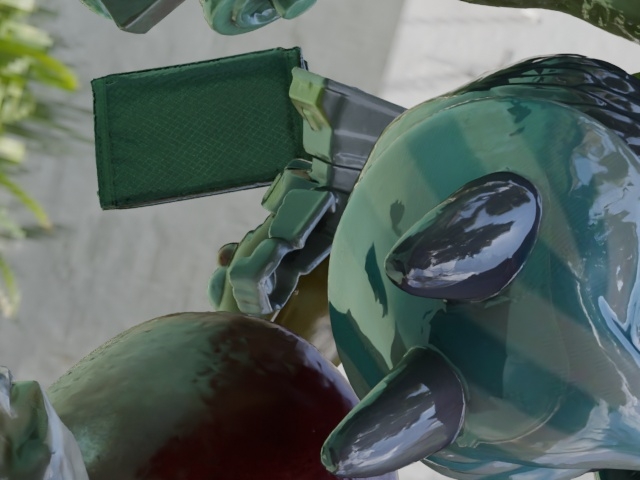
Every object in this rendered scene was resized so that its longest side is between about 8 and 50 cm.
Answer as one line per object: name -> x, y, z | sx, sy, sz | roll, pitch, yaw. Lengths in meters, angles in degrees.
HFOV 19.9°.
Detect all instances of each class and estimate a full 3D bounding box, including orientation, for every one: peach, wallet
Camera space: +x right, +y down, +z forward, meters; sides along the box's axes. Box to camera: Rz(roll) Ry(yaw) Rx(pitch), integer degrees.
peach -> -0.120, 0.171, 1.163 | 0.257, 0.361, 0.201 | 40, -27, 48
wallet -> -0.124, -0.117, 1.942 | 0.055, 0.236, 0.160 | 67, 15, -63

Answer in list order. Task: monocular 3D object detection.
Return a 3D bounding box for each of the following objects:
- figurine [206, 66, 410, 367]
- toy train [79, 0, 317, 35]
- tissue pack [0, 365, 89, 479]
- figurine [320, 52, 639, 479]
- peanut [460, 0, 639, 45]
figurine -> 0.001, 0.000, 1.656 | 0.167, 0.342, 0.285 | 23, -83, 36
toy train -> -0.025, -0.206, 0.790 | 0.304, 0.150, 0.221 | -38, 168, 20
tissue pack -> -0.216, 0.202, 0.680 | 0.195, 0.375, 0.390 | -55, 141, -51
figurine -> 0.115, 0.090, 1.007 | 0.266, 0.377, 0.361 | -35, -99, 44
peanut -> 0.161, -0.191, 1.143 | 0.136, 0.298, 0.120 | 19, 88, -66
